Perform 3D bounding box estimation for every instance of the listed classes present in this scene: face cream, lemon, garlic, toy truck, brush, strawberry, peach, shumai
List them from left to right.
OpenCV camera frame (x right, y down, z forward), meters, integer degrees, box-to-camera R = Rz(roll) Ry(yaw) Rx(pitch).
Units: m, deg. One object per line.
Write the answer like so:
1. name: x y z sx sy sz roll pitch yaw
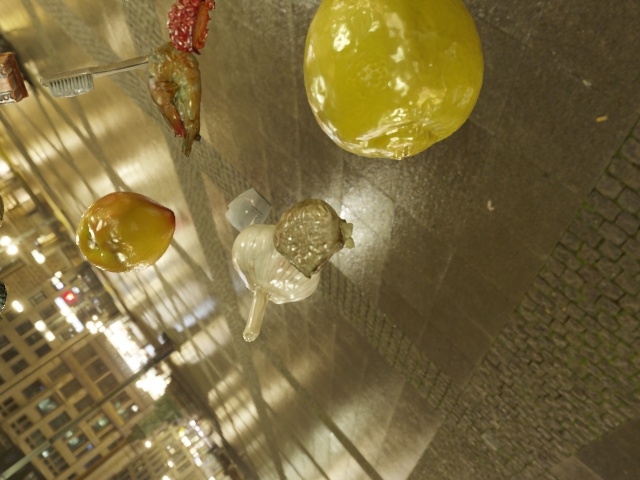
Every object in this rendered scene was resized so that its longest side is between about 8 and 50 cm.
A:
1. toy truck: -1.196 -0.495 1.833 0.207 0.387 0.173 -129 26 -58
2. brush: -0.623 -0.463 1.588 0.070 0.327 0.065 -177 72 -84
3. peach: -0.675 -0.029 1.964 0.289 0.308 0.289 16 120 30
4. strawberry: -0.308 -0.515 1.315 0.086 0.145 0.145 18 150 8
5. face cream: -0.170 -0.069 1.324 0.091 0.095 0.091 43 -177 -3
6. garlic: -0.111 0.092 1.110 0.199 0.226 0.199 22 161 8
7. shumai: 0.002 -0.003 0.958 0.145 0.116 0.145 -7 79 41
8. lemon: 0.126 -0.317 1.010 0.348 0.348 0.348 43 156 24

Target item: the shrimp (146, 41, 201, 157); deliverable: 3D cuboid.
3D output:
1. shrimp: -0.368 -0.359 1.448 0.062 0.154 0.294 9 112 46

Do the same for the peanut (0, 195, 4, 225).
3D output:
1. peanut: -0.777 -0.105 1.260 0.187 0.082 0.082 52 158 5

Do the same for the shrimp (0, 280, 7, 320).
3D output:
1. shrimp: -0.788 0.171 1.315 0.076 0.174 0.082 15 165 4
